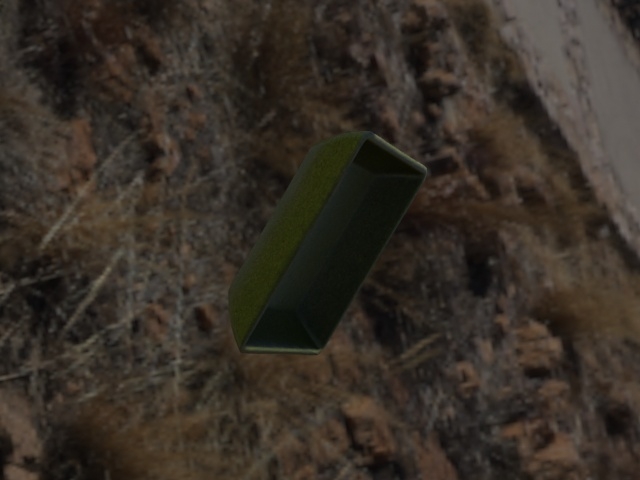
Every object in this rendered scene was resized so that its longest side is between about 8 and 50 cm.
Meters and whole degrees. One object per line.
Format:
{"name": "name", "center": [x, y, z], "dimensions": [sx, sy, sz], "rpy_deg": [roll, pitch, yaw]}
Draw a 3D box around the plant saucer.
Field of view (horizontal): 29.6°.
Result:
{"name": "plant saucer", "center": [0.000, 0.000, 0.966], "dimensions": [0.188, 0.045, 0.188], "rpy_deg": [-59, 161, 5]}
